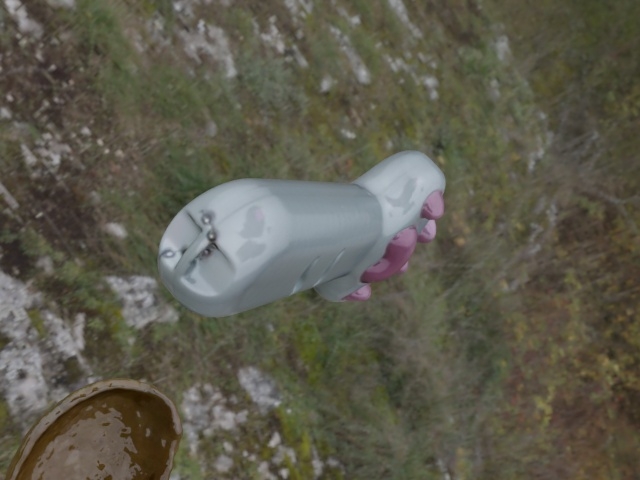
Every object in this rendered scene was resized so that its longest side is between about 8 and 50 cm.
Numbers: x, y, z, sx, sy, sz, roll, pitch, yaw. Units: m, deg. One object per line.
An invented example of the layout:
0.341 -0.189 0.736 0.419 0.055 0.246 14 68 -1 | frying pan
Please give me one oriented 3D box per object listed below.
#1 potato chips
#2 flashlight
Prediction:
-0.217 0.217 0.941 0.150 0.049 0.202 18 94 -25 | potato chips
0.000 0.000 0.474 0.047 0.093 0.200 47 23 17 | flashlight
